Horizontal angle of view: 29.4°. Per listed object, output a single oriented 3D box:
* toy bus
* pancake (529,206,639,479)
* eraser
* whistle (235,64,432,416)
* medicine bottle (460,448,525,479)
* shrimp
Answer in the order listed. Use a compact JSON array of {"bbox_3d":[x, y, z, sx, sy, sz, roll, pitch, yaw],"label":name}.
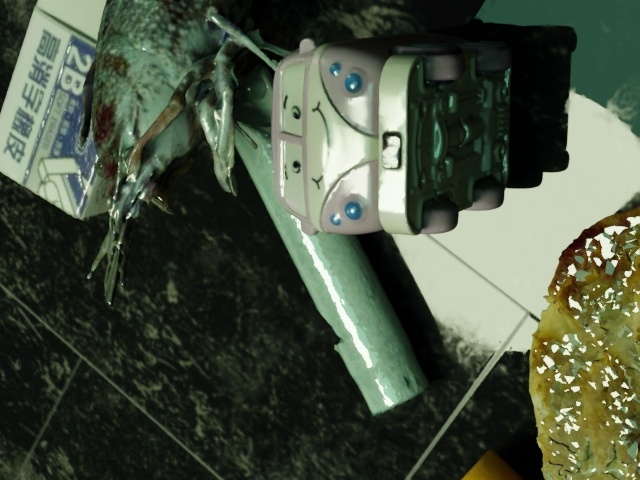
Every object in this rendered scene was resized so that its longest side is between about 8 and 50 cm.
[{"bbox_3d":[0.054,-0.082,0.915,0.142,0.202,0.142,9,105,28],"label":"toy bus"},{"bbox_3d":[0.309,0.122,0.856,0.356,0.065,0.356,9,107,30],"label":"pancake"},{"bbox_3d":[-0.218,-0.141,1.120,0.124,0.068,0.210,32,113,18],"label":"eraser"},{"bbox_3d":[0.000,0.000,1.042,0.062,0.062,0.312,-28,88,29],"label":"whistle"},{"bbox_3d":[0.183,0.276,0.958,0.222,0.149,0.112,42,118,13],"label":"medicine bottle"},{"bbox_3d":[-0.099,-0.126,0.964,0.172,0.137,0.372,-5,75,28],"label":"shrimp"}]
